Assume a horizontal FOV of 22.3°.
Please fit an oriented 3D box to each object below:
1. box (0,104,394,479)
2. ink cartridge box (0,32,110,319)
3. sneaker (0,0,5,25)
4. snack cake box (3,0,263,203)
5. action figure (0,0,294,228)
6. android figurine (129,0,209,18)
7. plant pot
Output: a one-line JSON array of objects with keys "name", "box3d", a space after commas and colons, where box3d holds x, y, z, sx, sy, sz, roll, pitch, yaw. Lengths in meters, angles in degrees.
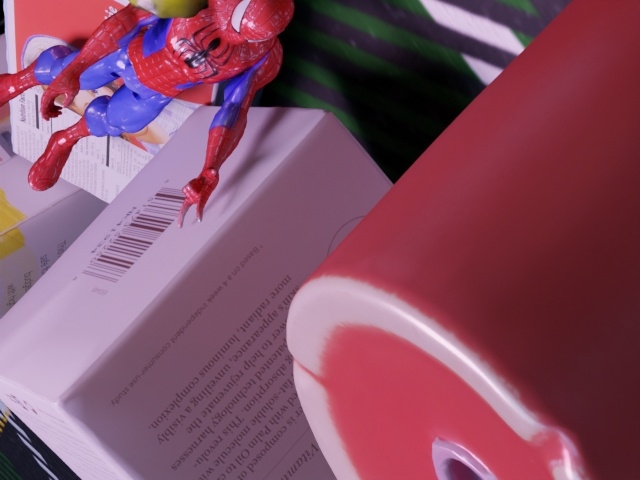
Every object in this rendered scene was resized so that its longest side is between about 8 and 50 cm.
[{"name": "box", "box3d": [0.002, 0.117, 0.951, 0.345, 0.215, 0.168, 50, 162, -23]}, {"name": "ink cartridge box", "box3d": [-0.300, 0.012, 1.283, 0.160, 0.385, 0.279, 51, 157, 17]}, {"name": "sneaker", "box3d": [-0.367, -0.148, 1.340, 0.257, 0.169, 0.447, 25, 117, 43]}, {"name": "snack cake box", "box3d": [-0.120, -0.118, 1.065, 0.152, 0.089, 0.264, 29, 153, 5]}, {"name": "action figure", "box3d": [-0.120, -0.068, 0.910, 0.091, 0.139, 0.280, 44, 142, -22]}, {"name": "android figurine", "box3d": [-0.066, -0.254, 0.772, 0.248, 0.056, 0.272, -121, 36, -50]}, {"name": "plant pot", "box3d": [0.139, 0.032, 0.624, 0.275, 0.243, 0.275, 43, 153, 27]}]
